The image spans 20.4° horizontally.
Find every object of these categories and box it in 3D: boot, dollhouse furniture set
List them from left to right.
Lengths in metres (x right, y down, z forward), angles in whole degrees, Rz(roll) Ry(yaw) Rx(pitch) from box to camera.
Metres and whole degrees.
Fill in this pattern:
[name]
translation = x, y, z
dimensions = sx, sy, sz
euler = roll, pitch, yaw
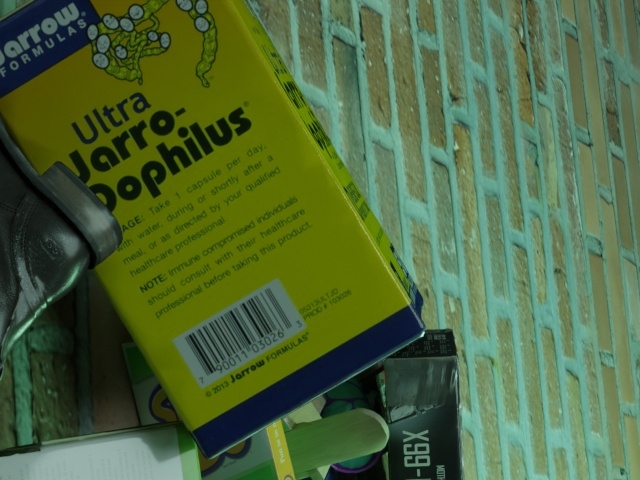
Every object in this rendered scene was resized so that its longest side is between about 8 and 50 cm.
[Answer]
[boot]
translation = -0.286, 0.008, 1.202
dimensions = 0.229, 0.263, 0.091
euler = -50, 173, -26
[dollhouse furniture set]
translation = 0.000, 0.000, 1.679
dimensions = 0.303, 0.174, 0.355
euler = 59, 31, -20

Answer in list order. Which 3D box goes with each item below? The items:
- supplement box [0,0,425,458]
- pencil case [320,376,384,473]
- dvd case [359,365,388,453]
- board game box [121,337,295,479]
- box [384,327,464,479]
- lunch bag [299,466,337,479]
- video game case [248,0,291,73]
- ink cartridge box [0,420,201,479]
[supplement box]
translation = -0.088, -0.045, 1.373
dimensions = 0.356, 0.195, 0.194
euler = 59, 5, -3
[pencil case]
translation = 0.016, 0.170, 1.754
dimensions = 0.151, 0.070, 0.064
euler = -121, -145, -67
[dvd case]
translation = 0.065, 0.191, 1.972
dimensions = 0.119, 0.013, 0.087
euler = -25, 103, -65
[board game box]
translation = -0.089, 0.179, 1.534
dimensions = 0.039, 0.124, 0.259
euler = -20, 99, -63
[box]
translation = 0.109, 0.223, 1.827
dimensions = 0.307, 0.077, 0.242
euler = -23, 111, -86
[lunch bag]
translation = -0.025, 0.261, 1.705
dimensions = 0.098, 0.065, 0.067
euler = -64, 152, -53
[video game case]
translation = -0.116, -0.235, 1.678
dimensions = 0.173, 0.022, 0.190
euler = 61, 20, 19
[ink cartridge box]
translation = -0.213, 0.244, 1.313
dimensions = 0.255, 0.097, 0.188
euler = -5, 85, -30
